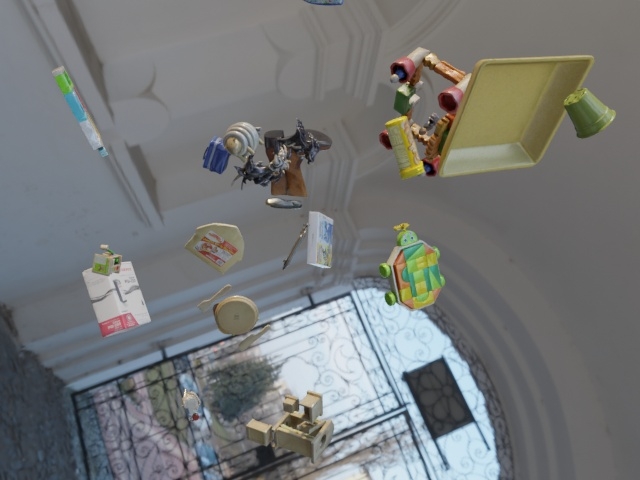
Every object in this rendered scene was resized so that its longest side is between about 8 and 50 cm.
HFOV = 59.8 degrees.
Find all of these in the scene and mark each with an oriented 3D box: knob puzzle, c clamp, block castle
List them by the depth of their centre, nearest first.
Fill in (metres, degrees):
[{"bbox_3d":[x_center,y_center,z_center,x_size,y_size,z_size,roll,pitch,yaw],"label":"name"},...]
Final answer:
[{"bbox_3d":[-0.069,0.017,1.600,0.022,0.160,0.137,31,-9,-7],"label":"c clamp"},{"bbox_3d":[-0.350,0.008,1.941,0.030,0.213,0.213,-85,166,-56],"label":"knob puzzle"},{"bbox_3d":[0.388,-0.465,2.109,0.303,0.213,0.453,38,-24,19],"label":"block castle"}]

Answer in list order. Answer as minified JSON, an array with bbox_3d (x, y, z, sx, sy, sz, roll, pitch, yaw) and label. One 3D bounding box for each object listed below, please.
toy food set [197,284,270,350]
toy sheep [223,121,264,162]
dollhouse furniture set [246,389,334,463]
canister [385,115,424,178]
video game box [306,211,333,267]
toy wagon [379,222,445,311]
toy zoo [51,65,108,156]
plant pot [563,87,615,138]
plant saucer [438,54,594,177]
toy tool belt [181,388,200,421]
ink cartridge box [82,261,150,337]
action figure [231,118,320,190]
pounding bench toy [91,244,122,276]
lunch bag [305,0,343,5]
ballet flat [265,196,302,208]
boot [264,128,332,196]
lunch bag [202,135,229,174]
[{"bbox_3d":[-0.242,0.212,1.581,0.192,0.132,0.038,51,7,-21],"label":"toy food set"},{"bbox_3d":[-0.189,-0.244,1.349,0.132,0.091,0.091,-64,145,-57],"label":"toy sheep"},{"bbox_3d":[-0.071,0.394,1.287,0.182,0.101,0.160,10,-67,26],"label":"dollhouse furniture set"},{"bbox_3d":[0.251,-0.280,1.661,0.126,0.073,0.169,-58,130,-72],"label":"canister"},{"bbox_3d":[0.000,0.000,2.217,0.187,0.048,0.205,19,72,-67],"label":"video game box"},{"bbox_3d":[0.360,0.102,2.196,0.068,0.267,0.344,9,-67,63],"label":"toy wagon"},{"bbox_3d":[-0.751,-0.398,1.749,0.192,0.030,0.293,42,-25,60],"label":"toy zoo"},{"bbox_3d":[0.541,-0.266,1.135,0.079,0.083,0.083,45,-5,-16],"label":"plant pot"},{"bbox_3d":[0.466,-0.324,1.400,0.332,0.333,0.081,103,-30,-44],"label":"plant saucer"},{"bbox_3d":[-0.369,0.468,1.586,0.051,0.052,0.083,32,-41,59],"label":"toy tool belt"},{"bbox_3d":[-0.651,0.184,1.783,0.158,0.092,0.217,-2,70,-78],"label":"ink cartridge box"},{"bbox_3d":[-0.142,-0.245,1.607,0.164,0.276,0.140,30,45,-53],"label":"action figure"},{"bbox_3d":[-0.586,0.050,1.539,0.065,0.052,0.083,-31,133,-79],"label":"pounding bench toy"},{"bbox_3d":[-0.008,-0.764,1.622,0.128,0.151,0.096,66,36,-55],"label":"lunch bag"},{"bbox_3d":[-0.166,-0.159,2.497,0.049,0.173,0.057,121,-32,-53],"label":"ballet flat"},{"bbox_3d":[-0.078,-0.275,2.113,0.096,0.264,0.280,-82,169,-51],"label":"boot"},{"bbox_3d":[-0.285,-0.232,1.524,0.067,0.065,0.098,-75,-171,-64],"label":"lunch bag"}]
